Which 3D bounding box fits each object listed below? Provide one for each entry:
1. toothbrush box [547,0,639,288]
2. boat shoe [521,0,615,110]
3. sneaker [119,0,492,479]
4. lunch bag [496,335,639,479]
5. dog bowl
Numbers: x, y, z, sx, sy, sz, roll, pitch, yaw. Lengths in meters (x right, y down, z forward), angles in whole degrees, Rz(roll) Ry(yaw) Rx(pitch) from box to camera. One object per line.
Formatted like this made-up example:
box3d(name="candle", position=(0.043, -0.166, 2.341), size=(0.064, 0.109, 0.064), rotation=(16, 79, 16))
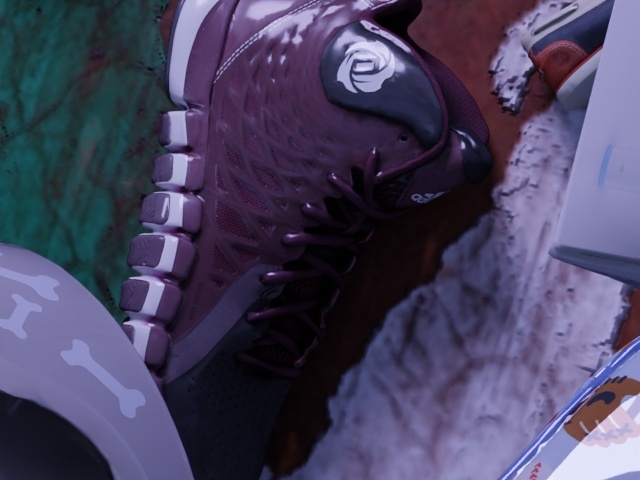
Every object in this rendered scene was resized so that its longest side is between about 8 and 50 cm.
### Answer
box3d(name="toothbrush box", position=(0.206, -0.065, 0.523), size=(0.126, 0.295, 0.216), rotation=(14, 90, 28))
box3d(name="boat shoe", position=(0.154, -0.117, 0.700), size=(0.137, 0.049, 0.043), rotation=(-40, 65, 22))
box3d(name="sneaker", position=(0.000, 0.000, 0.731), size=(0.162, 0.106, 0.281), rotation=(1, 83, 24))
box3d(name="lunch bag", position=(0.143, 0.191, 0.557), size=(0.243, 0.115, 0.303), rotation=(30, 70, 34))
box3d(name="dog bowl", position=(-0.185, 0.157, 0.744), size=(0.349, 0.102, 0.348), rotation=(9, 103, 44))
